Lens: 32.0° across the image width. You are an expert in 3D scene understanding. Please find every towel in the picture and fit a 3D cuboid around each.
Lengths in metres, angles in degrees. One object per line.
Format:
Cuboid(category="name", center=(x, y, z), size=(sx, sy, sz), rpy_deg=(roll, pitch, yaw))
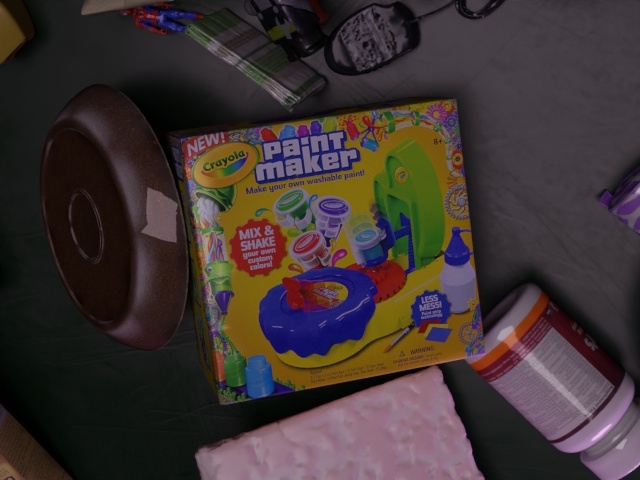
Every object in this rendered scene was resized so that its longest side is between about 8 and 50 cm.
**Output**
Cuboid(category="towel", center=(-0.072, -0.206, 1.267), size=(0.152, 0.113, 0.023), rpy_deg=(35, 116, 3))
Cuboid(category="towel", center=(0.052, 0.347, 1.307), size=(0.317, 0.053, 0.332), rpy_deg=(-20, 85, -7))

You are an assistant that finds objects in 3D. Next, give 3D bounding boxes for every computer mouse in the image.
Cuboid(category="computer mouse", center=(0.115, -0.257, 1.266), size=(0.242, 0.041, 0.071), rpy_deg=(-24, 105, 7))

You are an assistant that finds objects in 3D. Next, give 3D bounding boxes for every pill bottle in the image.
Cuboid(category="pill bottle", center=(0.277, 0.163, 1.271), size=(0.221, 0.121, 0.121), rpy_deg=(44, 104, -1))

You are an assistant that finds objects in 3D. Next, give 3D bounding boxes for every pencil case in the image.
Cuboid(category="pencil case", center=(0.416, -0.002, 1.239), size=(0.206, 0.088, 0.086), rpy_deg=(43, 62, 0))

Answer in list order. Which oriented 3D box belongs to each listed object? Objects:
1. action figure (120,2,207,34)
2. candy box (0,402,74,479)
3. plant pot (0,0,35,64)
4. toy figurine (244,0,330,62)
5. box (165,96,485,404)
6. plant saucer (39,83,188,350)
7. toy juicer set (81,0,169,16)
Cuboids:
Cuboid(category="action figure", center=(-0.182, -0.263, 1.318), size=(0.115, 0.030, 0.038), rpy_deg=(12, 108, 9))
Cuboid(category="candy box", center=(-0.473, 0.270, 1.393), size=(0.183, 0.087, 0.316), rpy_deg=(-31, 113, 14))
Cuboid(category="plant pot", center=(-0.391, -0.258, 1.330), size=(0.081, 0.081, 0.083), rpy_deg=(-42, 103, 14))
Cuboid(category="toy figurine", center=(0.007, -0.308, 1.180), size=(0.213, 0.209, 0.148), rpy_deg=(-28, 108, 14))
Cuboid(category="box", center=(0.000, 0.000, 1.214), size=(0.290, 0.177, 0.279), rpy_deg=(-10, 99, -11))
Cuboid(category="plant saucer", center=(-0.247, -0.020, 1.262), size=(0.310, 0.050, 0.310), rpy_deg=(25, 121, 50))
Cuboid(category="toy juicer set", center=(-0.119, -0.347, 1.192), size=(0.089, 0.209, 0.329), rpy_deg=(28, 97, -37))
